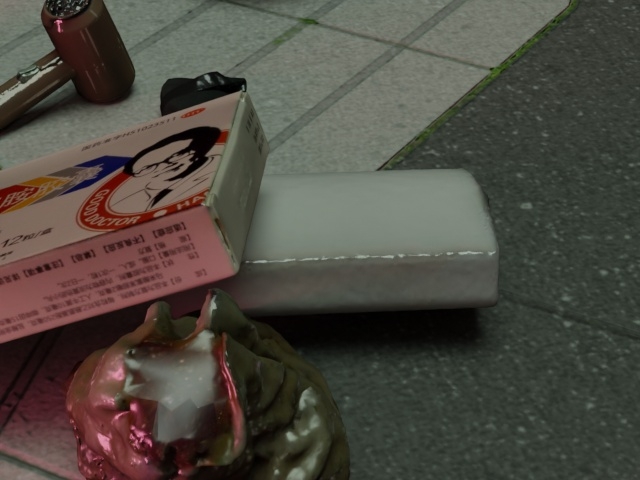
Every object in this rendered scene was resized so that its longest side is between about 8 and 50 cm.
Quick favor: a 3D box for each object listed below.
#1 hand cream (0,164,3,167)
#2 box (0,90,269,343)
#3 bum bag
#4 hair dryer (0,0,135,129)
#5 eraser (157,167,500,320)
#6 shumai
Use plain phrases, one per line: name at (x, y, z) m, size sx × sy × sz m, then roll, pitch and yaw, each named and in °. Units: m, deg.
hand cream at (-0.344, -0.060, 1.247) m, size 0.102 × 0.022 × 0.035 m, roll -24°, pitch 41°, yaw -34°
box at (-0.219, 0.002, 1.015) m, size 0.353 × 0.069 × 0.214 m, roll -15°, pitch 25°, yaw 12°
bum bag at (-0.115, -0.108, 1.291) m, size 0.087 × 0.049 × 0.197 m, roll 6°, pitch 39°, yaw -3°
hair dryer at (-0.273, -0.158, 1.318) m, size 0.182 × 0.117 × 0.064 m, roll -39°, pitch 53°, yaw -14°
eraser at (0.000, 0.000, 1.122) m, size 0.270 × 0.095 × 0.174 m, roll -1°, pitch 24°, yaw -5°
shumai at (-0.084, 0.094, 0.938) m, size 0.184 × 0.185 × 0.218 m, roll -15°, pitch 42°, yaw -20°
